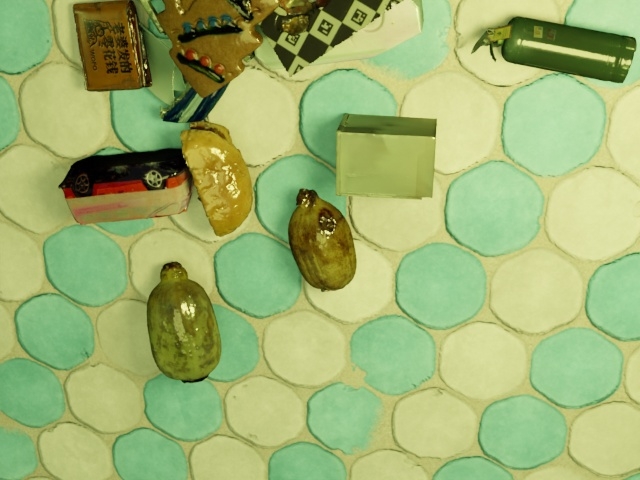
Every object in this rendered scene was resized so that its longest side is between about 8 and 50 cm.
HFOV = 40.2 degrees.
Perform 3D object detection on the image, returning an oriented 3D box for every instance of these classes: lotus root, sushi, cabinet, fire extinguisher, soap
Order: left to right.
[{"bbox_3d":[-0.342,0.205,2.142,0.173,0.173,0.310,-8,106,13],"label":"lotus root"},{"bbox_3d":[0.000,0.000,2.001,0.145,0.128,0.260,-7,112,23],"label":"lotus root"},{"bbox_3d":[0.003,-0.495,1.694,0.290,0.050,0.264,-33,82,20],"label":"sushi"},{"bbox_3d":[0.032,-0.474,1.787,0.346,0.115,0.208,-4,113,11],"label":"soap"},{"bbox_3d":[0.144,-0.180,1.885,0.206,0.145,0.150,4,114,8],"label":"cabinet"},{"bbox_3d":[0.465,-0.385,1.759,0.311,0.115,0.095,13,161,5],"label":"fire extinguisher"}]

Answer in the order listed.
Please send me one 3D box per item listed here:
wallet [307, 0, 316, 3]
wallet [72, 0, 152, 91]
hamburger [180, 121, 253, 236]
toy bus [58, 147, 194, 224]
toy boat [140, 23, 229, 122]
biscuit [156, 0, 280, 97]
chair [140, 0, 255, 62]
[{"bbox_3d":[0.037,-0.598,1.614,0.220,0.071,0.262,-19,80,22],"label":"wallet"},{"bbox_3d":[-0.459,-0.422,1.910,0.160,0.042,0.196,1,110,22],"label":"wallet"},{"bbox_3d":[-0.226,-0.140,1.977,0.130,0.124,0.262,-10,113,13],"label":"hamburger"},{"bbox_3d":[-0.438,-0.126,2.021,0.302,0.127,0.147,-4,118,9],"label":"toy bus"},{"bbox_3d":[-0.347,-0.391,1.920,0.291,0.067,0.220,38,116,-5],"label":"toy boat"},{"bbox_3d":[-0.214,-0.423,1.722,0.278,0.043,0.302,13,117,14],"label":"biscuit"},{"bbox_3d":[-0.260,-0.472,1.825,0.147,0.136,0.270,-26,108,19],"label":"chair"}]
